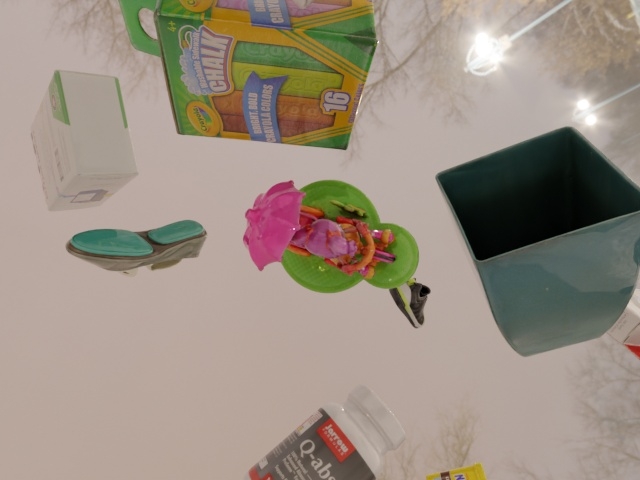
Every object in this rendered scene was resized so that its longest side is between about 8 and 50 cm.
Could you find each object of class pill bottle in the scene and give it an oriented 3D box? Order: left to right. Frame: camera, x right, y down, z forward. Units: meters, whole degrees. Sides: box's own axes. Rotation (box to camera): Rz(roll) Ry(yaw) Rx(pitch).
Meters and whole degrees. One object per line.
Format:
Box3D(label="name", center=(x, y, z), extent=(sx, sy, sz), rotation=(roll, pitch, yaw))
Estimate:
Box3D(label="pill bottle", center=(0.016, 0.530, 1.086), extent=(0.362, 0.210, 0.210), rotation=(-37, -82, -16))

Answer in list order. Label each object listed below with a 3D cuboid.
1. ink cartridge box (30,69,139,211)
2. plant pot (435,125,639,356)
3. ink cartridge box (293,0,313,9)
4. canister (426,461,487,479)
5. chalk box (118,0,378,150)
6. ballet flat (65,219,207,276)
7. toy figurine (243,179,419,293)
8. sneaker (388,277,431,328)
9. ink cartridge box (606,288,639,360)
Box3D(label="ink cartridge box", center=(-0.381, -0.146, 0.715), extent=(0.093, 0.212, 0.155), rotation=(-11, -94, -43))
Box3D(label="plant pot", center=(0.265, 0.024, 0.550), extent=(0.166, 0.165, 0.234), rotation=(-95, -19, -50))
Box3D(label="ink cartridge box", center=(-0.030, -0.300, 0.263), extent=(0.237, 0.100, 0.172), rotation=(44, -100, -8))
Box3D(label="canister", center=(0.411, 0.739, 1.333), extent=(0.073, 0.169, 0.126), rotation=(44, -151, -63))
Box3D(label="chalk box", center=(-0.069, -0.179, 0.403), extent=(0.212, 0.132, 0.132), rotation=(3, -118, -6))
Box3D(label="ballet flat", center=(-0.246, 0.018, 0.629), extent=(0.072, 0.068, 0.213), rotation=(34, -155, 23))
Box3D(label="toy figurine", center=(0.000, 0.000, 0.437), extent=(0.159, 0.173, 0.130), rotation=(5, -76, -70))
Box3D(label="sneaker", center=(0.271, 0.173, 1.257), extent=(0.235, 0.097, 0.084), rotation=(46, -165, -53))
Box3D(label="ink cartridge box", center=(0.661, 0.185, 0.856), extent=(0.296, 0.066, 0.261), rotation=(11, -153, -29))
